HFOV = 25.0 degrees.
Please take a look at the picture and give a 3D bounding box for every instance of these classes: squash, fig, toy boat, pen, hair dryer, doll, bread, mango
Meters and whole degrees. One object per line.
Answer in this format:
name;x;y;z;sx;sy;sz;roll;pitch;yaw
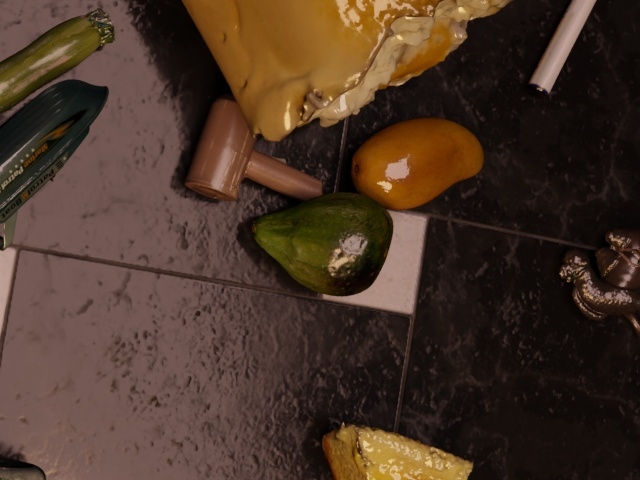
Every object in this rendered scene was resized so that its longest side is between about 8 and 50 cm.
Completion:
squash;-0.305;-0.195;1.577;0.183;0.052;0.052;-37;101;-17
fig;0.000;0.000;1.665;0.156;0.123;0.123;15;82;9
toy boat;-0.317;-0.086;1.548;0.246;0.093;0.103;-46;124;-17
pen;0.332;-0.300;1.837;0.033;0.033;0.269;32;78;-17
hair dryer;-0.060;-0.084;1.669;0.181;0.064;0.117;24;78;-27
doll;0.383;0.043;1.834;0.165;0.057;0.139;27;82;-13
bread;0.017;-0.344;1.579;0.361;0.250;0.394;-30;99;-30
bread;0.070;0.306;1.658;0.169;0.140;0.160;23;69;-15
mango;0.120;-0.095;1.721;0.184;0.085;0.102;-17;95;-27

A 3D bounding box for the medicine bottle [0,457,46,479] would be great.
medicine bottle;-0.369;0.373;1.487;0.141;0.141;0.293;9;85;-21
